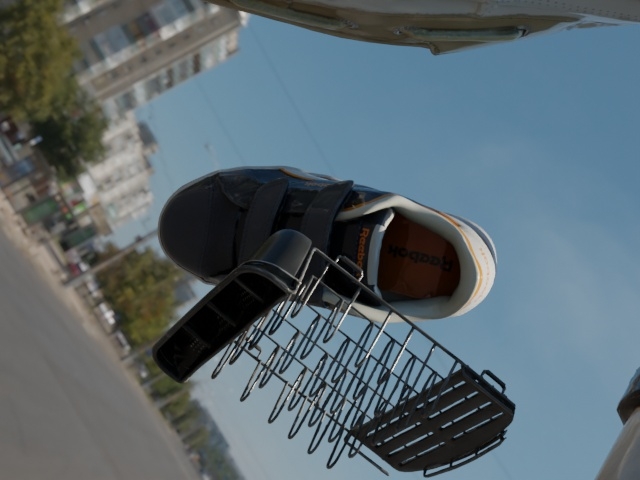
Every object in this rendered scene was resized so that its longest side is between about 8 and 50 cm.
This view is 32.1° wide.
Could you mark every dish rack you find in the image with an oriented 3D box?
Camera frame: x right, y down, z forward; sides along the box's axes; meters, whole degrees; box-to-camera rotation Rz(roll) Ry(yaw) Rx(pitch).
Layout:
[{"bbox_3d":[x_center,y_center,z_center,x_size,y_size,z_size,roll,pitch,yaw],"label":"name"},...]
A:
[{"bbox_3d":[0.015,0.116,0.924,0.271,0.074,0.208,38,-38,-9],"label":"dish rack"}]

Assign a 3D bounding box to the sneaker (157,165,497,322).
[{"bbox_3d":[0.000,0.000,1.003,0.127,0.321,0.126,-30,126,-82],"label":"sneaker"}]

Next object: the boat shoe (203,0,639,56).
[{"bbox_3d":[0.070,-0.136,0.452,0.103,0.302,0.113,-23,-112,60],"label":"boat shoe"}]

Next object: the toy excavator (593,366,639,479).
[{"bbox_3d":[0.399,0.221,0.795,0.445,0.222,0.433,11,-49,34],"label":"toy excavator"}]
